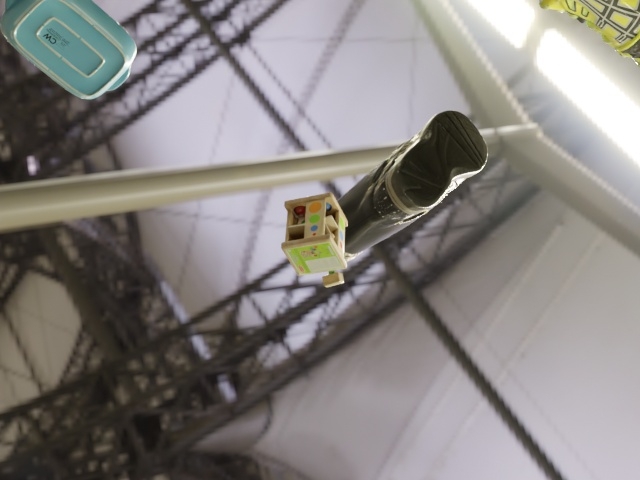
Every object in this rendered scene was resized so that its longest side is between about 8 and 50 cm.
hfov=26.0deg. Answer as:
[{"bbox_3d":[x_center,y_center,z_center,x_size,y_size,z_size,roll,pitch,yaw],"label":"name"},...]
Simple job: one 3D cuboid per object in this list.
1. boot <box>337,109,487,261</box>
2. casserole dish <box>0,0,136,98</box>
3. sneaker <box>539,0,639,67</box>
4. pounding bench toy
[{"bbox_3d":[0.090,-0.062,1.659,0.178,0.236,0.085,-34,-86,36],"label":"boot"},{"bbox_3d":[-0.319,-0.252,1.764,0.114,0.188,0.037,-42,-149,13],"label":"casserole dish"},{"bbox_3d":[0.323,-0.298,1.563,0.147,0.385,0.145,-21,-139,23],"label":"sneaker"},{"bbox_3d":[0.000,0.000,1.399,0.083,0.052,0.065,60,26,-48],"label":"pounding bench toy"}]
